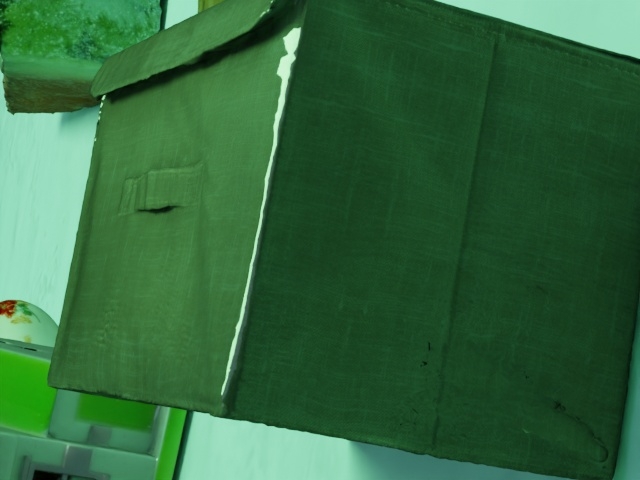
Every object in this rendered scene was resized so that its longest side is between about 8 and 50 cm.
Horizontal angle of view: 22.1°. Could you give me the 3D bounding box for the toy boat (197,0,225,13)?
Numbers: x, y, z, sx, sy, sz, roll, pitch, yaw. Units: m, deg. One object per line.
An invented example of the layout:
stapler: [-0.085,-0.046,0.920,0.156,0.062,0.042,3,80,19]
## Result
toy boat: [-0.040,-0.072,0.878,0.088,0.068,0.226,117,154,-44]

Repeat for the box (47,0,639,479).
box: [0.000,0.000,0.631,0.231,0.155,0.149,-5,74,66]

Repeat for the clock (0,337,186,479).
clock: [-0.257,0.164,0.950,0.166,0.309,0.235,-172,94,-69]

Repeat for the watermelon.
watermelon: [-0.209,-0.181,1.288,0.257,0.139,0.193,133,139,-67]

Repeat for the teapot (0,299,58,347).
teapot: [-0.229,0.113,1.195,0.145,0.092,0.226,-70,22,11]
